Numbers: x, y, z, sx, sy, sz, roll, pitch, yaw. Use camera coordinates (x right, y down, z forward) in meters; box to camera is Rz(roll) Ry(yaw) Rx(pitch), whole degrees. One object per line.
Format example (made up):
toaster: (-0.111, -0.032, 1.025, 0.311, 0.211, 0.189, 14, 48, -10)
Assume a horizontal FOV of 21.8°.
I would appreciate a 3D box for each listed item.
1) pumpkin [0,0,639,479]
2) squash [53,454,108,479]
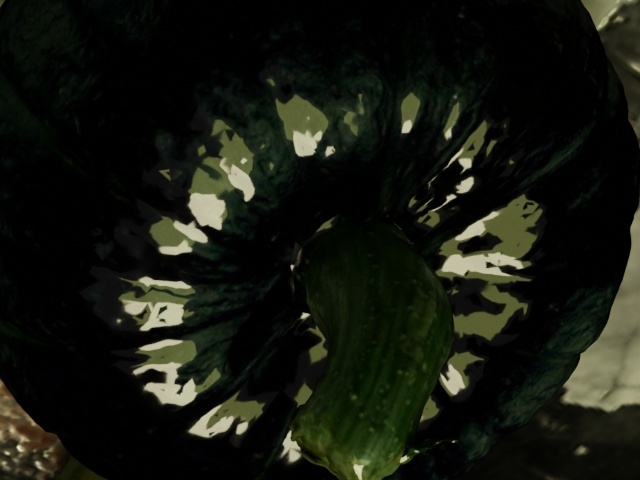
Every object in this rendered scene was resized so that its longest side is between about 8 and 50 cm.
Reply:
pumpkin: (0.000, 0.000, 0.571, 0.248, 0.248, 0.248, -5, 127, -6)
squash: (-0.082, 0.188, 0.779, 0.123, 0.123, 0.187, 9, 124, -16)
